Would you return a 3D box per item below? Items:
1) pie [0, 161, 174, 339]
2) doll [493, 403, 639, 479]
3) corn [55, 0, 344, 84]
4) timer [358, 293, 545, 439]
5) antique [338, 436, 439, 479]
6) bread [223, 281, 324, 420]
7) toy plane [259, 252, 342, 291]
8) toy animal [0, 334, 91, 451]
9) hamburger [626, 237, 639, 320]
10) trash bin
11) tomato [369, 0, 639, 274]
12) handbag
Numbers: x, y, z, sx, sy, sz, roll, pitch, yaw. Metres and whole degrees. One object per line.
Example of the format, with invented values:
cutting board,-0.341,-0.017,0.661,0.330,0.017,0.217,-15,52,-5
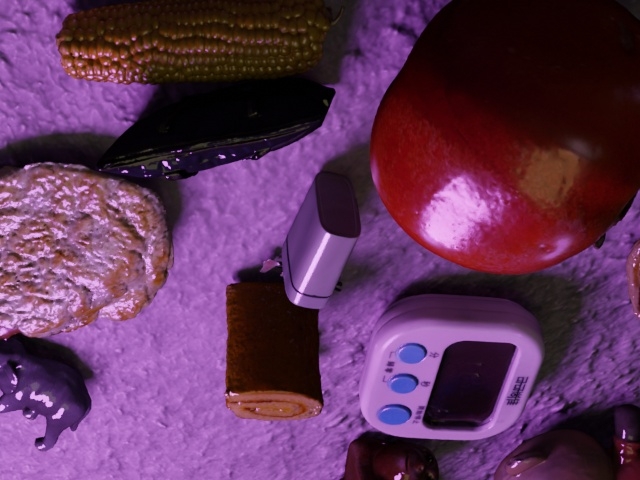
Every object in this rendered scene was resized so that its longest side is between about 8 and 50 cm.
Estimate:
pie,-0.318,0.009,1.773,0.275,0.105,0.257,-7,127,0
doll,0.427,0.366,2.180,0.330,0.174,0.235,-7,142,-2
corn,-0.126,-0.216,1.564,0.310,0.101,0.101,-6,136,2
timer,0.179,0.176,2.014,0.237,0.087,0.262,3,136,-9
antique,0.104,0.393,2.209,0.143,0.121,0.256,-1,137,-16
bread,-0.063,0.144,1.885,0.132,0.172,0.103,2,147,-8
toy plane,-0.018,0.038,1.890,0.121,0.031,0.049,13,142,-23
toy animal,-0.425,0.188,1.963,0.137,0.082,0.269,-34,126,22
hamburger,0.512,0.034,1.848,0.288,0.167,0.192,-26,134,20
trash bin,0.000,0.000,1.790,0.059,0.116,0.130,9,133,-18
tomato,0.215,-0.122,1.551,0.290,0.325,0.293,30,141,1
handbag,-0.112,-0.125,1.599,0.254,0.211,0.088,-11,103,6
